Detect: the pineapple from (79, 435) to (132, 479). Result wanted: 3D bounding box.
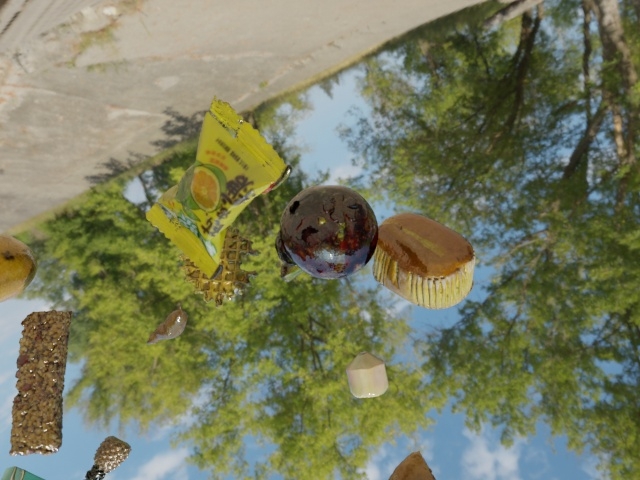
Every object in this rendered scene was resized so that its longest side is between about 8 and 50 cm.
[{"bbox_3d":[-0.388,0.409,0.893,0.058,0.058,0.124,-2,-127,54],"label":"pineapple"}]

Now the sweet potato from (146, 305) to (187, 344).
[{"bbox_3d":[-0.445,0.263,1.504,0.226,0.068,0.068,-42,-169,33],"label":"sweet potato"}]

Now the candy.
[{"bbox_3d":[-0.184,-0.081,0.890,0.297,0.187,0.081,-47,174,30],"label":"candy"}]

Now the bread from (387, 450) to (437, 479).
[{"bbox_3d":[0.236,0.699,1.215,0.179,0.340,0.194,-24,166,-8],"label":"bread"}]

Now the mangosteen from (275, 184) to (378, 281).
[{"bbox_3d":[0.000,0.000,1.196,0.289,0.231,0.231,-47,-178,45],"label":"mangosteen"}]

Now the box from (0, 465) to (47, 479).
[{"bbox_3d":[-0.677,0.660,1.209,0.041,0.229,0.162,-23,-142,22],"label":"box"}]

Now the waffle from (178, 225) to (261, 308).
[{"bbox_3d":[-0.298,0.063,1.505,0.229,0.231,0.051,-43,176,-12],"label":"waffle"}]

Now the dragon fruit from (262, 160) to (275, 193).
[{"bbox_3d":[-0.140,-0.141,1.135,0.086,0.081,0.116,-35,-161,23],"label":"dragon fruit"}]

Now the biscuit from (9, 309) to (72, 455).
[{"bbox_3d":[-0.395,0.199,0.720,0.064,0.199,0.034,-1,166,-3],"label":"biscuit"}]

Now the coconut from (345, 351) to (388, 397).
[{"bbox_3d":[0.165,0.479,1.835,0.147,0.152,0.147,-11,174,-1],"label":"coconut"}]

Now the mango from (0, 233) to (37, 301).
[{"bbox_3d":[-0.523,0.059,0.729,0.157,0.108,0.262,-22,-171,9],"label":"mango"}]

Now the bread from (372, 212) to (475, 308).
[{"bbox_3d":[0.259,0.039,1.328,0.204,0.156,0.288,-28,-139,-22],"label":"bread"}]
